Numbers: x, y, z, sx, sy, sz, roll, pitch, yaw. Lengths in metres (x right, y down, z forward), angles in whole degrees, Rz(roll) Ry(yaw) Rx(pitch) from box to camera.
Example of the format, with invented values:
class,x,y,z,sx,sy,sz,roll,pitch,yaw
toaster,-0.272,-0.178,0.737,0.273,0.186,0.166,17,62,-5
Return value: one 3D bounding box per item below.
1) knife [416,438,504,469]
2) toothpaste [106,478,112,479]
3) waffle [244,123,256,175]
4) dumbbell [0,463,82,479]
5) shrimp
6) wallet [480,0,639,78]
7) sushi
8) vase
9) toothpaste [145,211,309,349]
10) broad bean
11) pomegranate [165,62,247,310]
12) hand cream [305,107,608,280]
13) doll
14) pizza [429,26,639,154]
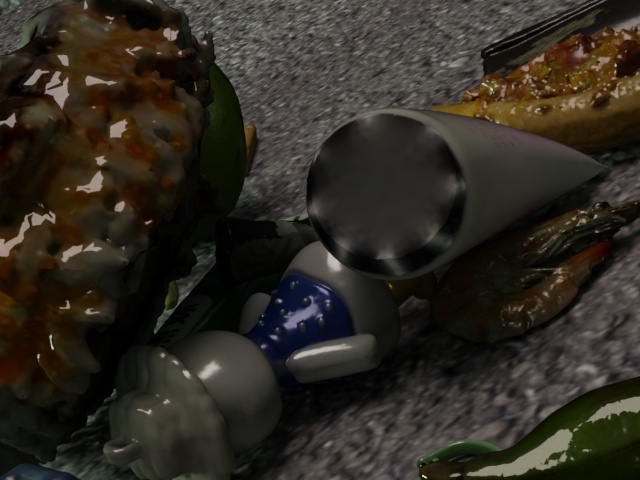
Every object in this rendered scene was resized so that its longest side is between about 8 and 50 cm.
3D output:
class,x,y,z,sx,sy,sz,roll,pitch,yaw
knife,0.125,0.151,1.019,0.054,0.015,0.212,-22,17,-18
toothpaste,-0.252,0.204,1.296,0.205,0.036,0.056,-10,24,26
waffle,-0.116,-0.088,1.920,0.092,0.021,0.135,-21,19,10
dumbbell,-0.233,0.205,1.108,0.144,0.156,0.316,0,2,-37
shrimp,0.166,0.020,1.283,0.190,0.042,0.101,-30,40,-18
wallet,0.314,-0.234,1.766,0.321,0.044,0.170,-21,21,9
sushi,-0.187,-0.005,1.329,0.176,0.417,0.417,22,28,2
vase,0.000,0.000,1.417,0.167,0.059,0.059,-7,15,-15
toothpaste,-0.079,0.057,1.435,0.099,0.061,0.392,-15,20,26
broad bean,0.221,0.093,0.982,0.339,0.061,0.077,-20,6,9
pomegranate,-0.195,-0.068,1.670,0.260,0.260,0.340,-21,49,8
hand cream,0.097,-0.048,1.326,0.186,0.118,0.359,4,7,20
doll,-0.038,0.086,1.249,0.138,0.119,0.293,22,41,41
pizza,0.249,-0.143,1.542,0.336,0.086,0.226,-12,20,34
